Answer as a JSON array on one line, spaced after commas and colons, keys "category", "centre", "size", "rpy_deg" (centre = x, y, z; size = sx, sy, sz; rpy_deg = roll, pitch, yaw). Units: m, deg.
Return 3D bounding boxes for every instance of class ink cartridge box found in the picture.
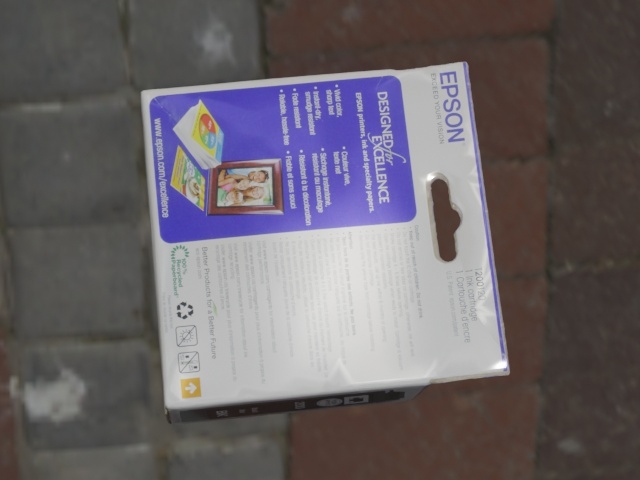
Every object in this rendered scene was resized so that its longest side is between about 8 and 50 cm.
[{"category": "ink cartridge box", "centre": [0.000, 0.000, 1.224], "size": [0.208, 0.206, 0.045], "rpy_deg": [-5, 163, 0]}]
